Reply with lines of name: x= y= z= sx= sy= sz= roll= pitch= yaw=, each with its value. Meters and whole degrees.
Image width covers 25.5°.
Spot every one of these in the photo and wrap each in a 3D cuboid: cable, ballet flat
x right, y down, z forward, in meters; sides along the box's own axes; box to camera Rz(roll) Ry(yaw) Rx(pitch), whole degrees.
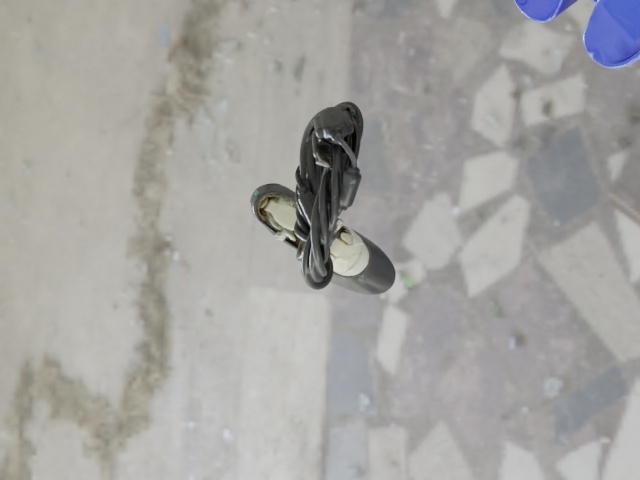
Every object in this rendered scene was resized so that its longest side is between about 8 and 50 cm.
cable: x=0.006 y=-0.042 z=1.216 sx=0.184 sy=0.047 sz=0.150 roll=-108 pitch=24 yaw=-71
ballet flat: x=0.000 y=0.000 z=1.697 sx=0.203 sy=0.074 sz=0.074 roll=35 pitch=120 yaw=4

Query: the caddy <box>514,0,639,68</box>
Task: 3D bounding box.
caddy: x=0.378 y=-0.380 z=1.736 sx=0.241 sy=0.179 sz=0.341 roll=36 pitch=151 yaw=15
